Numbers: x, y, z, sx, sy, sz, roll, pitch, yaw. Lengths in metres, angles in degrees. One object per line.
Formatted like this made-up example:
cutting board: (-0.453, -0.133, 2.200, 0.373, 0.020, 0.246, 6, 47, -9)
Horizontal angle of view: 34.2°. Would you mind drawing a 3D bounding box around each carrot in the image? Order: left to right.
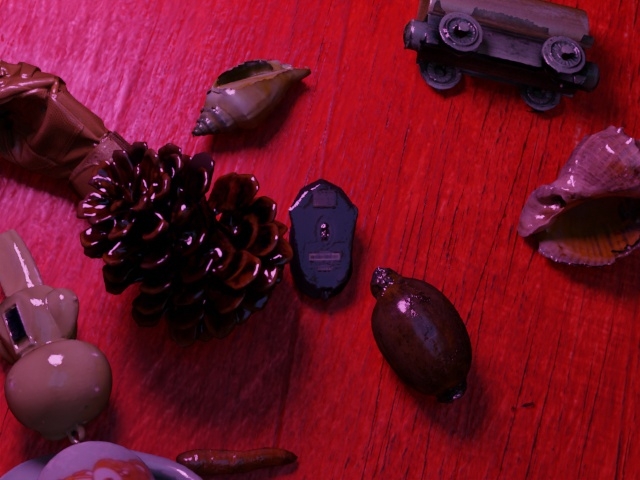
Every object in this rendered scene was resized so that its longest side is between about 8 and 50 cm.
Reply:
carrot: (-0.109, 0.289, 1.363, 0.165, 0.035, 0.035, 0, 74, -13)

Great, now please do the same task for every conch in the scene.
conch: (-0.108, -0.209, 1.491, 0.095, 0.079, 0.201, 33, 53, 14)
conch: (0.402, -0.056, 1.500, 0.245, 0.163, 0.178, -30, 62, 12)

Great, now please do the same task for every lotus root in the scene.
lotus root: (0.134, 0.123, 1.416, 0.120, 0.120, 0.209, -29, 81, -17)

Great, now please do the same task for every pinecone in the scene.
pinecone: (-0.176, -0.009, 1.312, 0.246, 0.292, 0.246, -16, 55, 24)

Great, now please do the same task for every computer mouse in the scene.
computer mouse: (0.000, 0.000, 1.459, 0.099, 0.057, 0.172, 1, 85, -12)

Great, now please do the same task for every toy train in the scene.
toy train: (0.278, -0.310, 1.562, 0.307, 0.126, 0.189, 11, 72, -6)

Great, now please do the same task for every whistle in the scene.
whistle: (-0.347, 0.126, 1.338, 0.141, 0.141, 0.294, -11, 58, -13)

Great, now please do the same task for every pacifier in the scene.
pacifier: (-0.254, 0.389, 1.216, 0.288, 0.343, 0.269, 5, 115, -13)

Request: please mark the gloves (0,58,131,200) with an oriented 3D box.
gloves: (-0.396, -0.164, 1.385, 0.331, 0.154, 0.141, 31, 86, -6)
